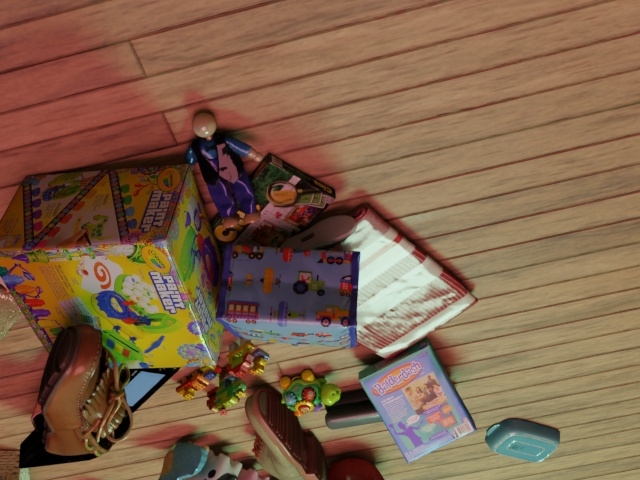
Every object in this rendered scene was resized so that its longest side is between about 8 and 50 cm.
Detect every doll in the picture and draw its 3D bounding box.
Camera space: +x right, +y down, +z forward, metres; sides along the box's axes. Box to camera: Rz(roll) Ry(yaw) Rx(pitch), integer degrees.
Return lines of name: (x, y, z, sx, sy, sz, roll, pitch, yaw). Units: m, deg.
doll: (-0.148, -0.113, 1.227, 0.129, 0.046, 0.189, -11, 120, 19)

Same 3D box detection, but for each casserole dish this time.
casserole dish: (0.471, 0.468, 1.836, 0.188, 0.037, 0.114, 19, 128, -19)

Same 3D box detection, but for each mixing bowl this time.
mixing bowl: (0.076, 0.574, 1.857, 0.181, 0.098, 0.181, -2, 132, -2)

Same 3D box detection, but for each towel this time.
towel: (0.102, 0.087, 1.455, 0.237, 0.037, 0.329, -36, 126, 25)
towel: (-0.603, 0.128, 1.438, 0.110, 0.027, 0.148, 28, 125, -28)

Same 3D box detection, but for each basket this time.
basket: (-0.711, 0.552, 1.768, 0.113, 0.103, 0.167, 3, 133, -8)

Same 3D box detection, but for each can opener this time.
can opener: (0.153, 0.359, 1.682, 0.283, 0.076, 0.095, -11, 132, 7)

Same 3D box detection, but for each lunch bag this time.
lunch bag: (-0.045, 0.131, 1.371, 0.220, 0.138, 0.293, 3, 154, 3)

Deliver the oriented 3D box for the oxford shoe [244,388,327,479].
oxford shoe: (-0.099, 0.444, 1.710, 0.130, 0.123, 0.348, -14, 131, 16)

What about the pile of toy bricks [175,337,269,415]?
pile of toy bricks: (-0.186, 0.294, 1.572, 0.212, 0.105, 0.118, -35, 126, 25)

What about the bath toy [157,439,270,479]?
bath toy: (-0.202, 0.579, 1.821, 0.348, 0.129, 0.151, 35, 155, -30)

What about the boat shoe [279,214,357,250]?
boat shoe: (0.000, 0.000, 1.328, 0.142, 0.049, 0.040, -22, 141, 17)

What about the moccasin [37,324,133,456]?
moccasin: (-0.362, 0.252, 1.248, 0.147, 0.139, 0.380, 12, 138, -9)

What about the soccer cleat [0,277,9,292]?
soccer cleat: (-0.484, 0.097, 1.395, 0.076, 0.068, 0.196, -27, 126, 15)

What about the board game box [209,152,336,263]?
board game box: (-0.106, -0.025, 1.338, 0.136, 0.030, 0.260, 28, 125, -24)

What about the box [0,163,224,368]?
box: (-0.318, 0.052, 1.267, 0.279, 0.177, 0.290, -3, 133, 9)

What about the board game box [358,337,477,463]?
board game box: (0.195, 0.323, 1.597, 0.160, 0.047, 0.210, -28, 102, 9)

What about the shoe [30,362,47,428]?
shoe: (-0.527, 0.306, 1.570, 0.063, 0.081, 0.178, 17, 129, -19)

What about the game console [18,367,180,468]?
game console: (-0.427, 0.337, 1.580, 0.361, 0.044, 0.213, -44, 152, 20)

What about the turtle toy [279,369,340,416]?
turtle toy: (-0.021, 0.319, 1.636, 0.130, 0.066, 0.095, -18, 131, 12)
